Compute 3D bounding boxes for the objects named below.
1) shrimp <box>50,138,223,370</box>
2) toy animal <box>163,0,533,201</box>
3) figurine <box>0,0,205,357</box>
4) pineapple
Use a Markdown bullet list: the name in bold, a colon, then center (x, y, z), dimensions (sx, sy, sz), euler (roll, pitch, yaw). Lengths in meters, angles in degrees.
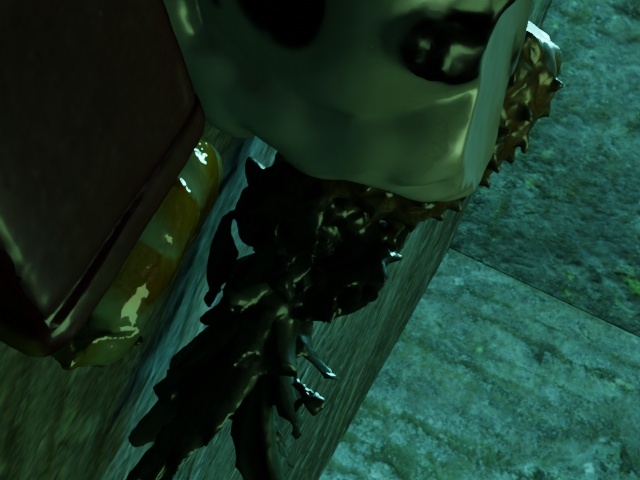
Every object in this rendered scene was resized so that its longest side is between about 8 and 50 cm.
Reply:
- **shrimp**: center (-0.098, 0.026, 0.899), dimensions (0.161, 0.049, 0.166), euler (-61, 180, -38)
- **toy animal**: center (0.009, -0.126, 0.680), dimensions (0.204, 0.156, 0.208), euler (-19, 122, -77)
- **figurine**: center (-0.097, -0.057, 0.421), dimensions (0.082, 0.098, 0.154), euler (-57, 145, -31)
- **pineapple**: center (-0.001, -0.002, 1.153), dimensions (0.364, 0.165, 0.165), euler (-58, 175, 15)
